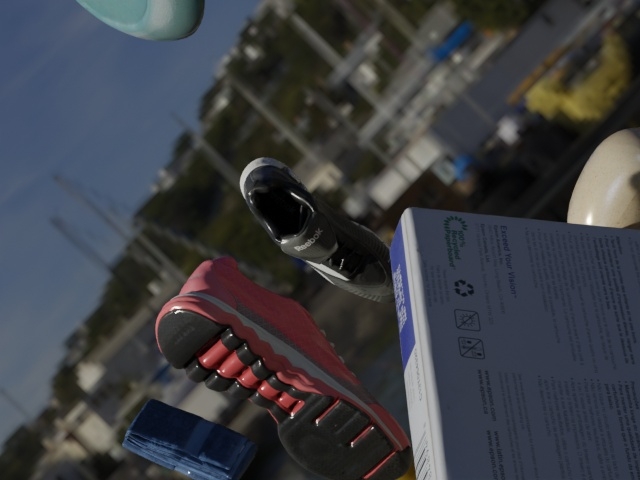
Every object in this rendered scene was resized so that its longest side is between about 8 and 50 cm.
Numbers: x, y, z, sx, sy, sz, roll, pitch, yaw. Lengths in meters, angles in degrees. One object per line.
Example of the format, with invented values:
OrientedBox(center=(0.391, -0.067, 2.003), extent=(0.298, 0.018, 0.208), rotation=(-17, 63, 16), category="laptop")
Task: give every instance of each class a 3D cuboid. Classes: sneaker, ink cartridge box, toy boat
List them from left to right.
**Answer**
OrientedBox(center=(-0.017, 0.127, 1.861), extent=(0.116, 0.314, 0.136), rotation=(-39, 19, 40), category="sneaker")
OrientedBox(center=(0.000, 0.000, 2.045), extent=(0.078, 0.234, 0.106), rotation=(-50, 5, 12), category="sneaker")
OrientedBox(center=(0.230, 0.125, 1.399), extent=(0.071, 0.330, 0.324), rotation=(108, 164, -46), category="ink cartridge box")
OrientedBox(center=(0.441, -0.091, 2.107), extent=(0.318, 0.267, 0.148), rotation=(-64, 20, 10), category="toy boat")

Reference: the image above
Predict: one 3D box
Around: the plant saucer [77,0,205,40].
OrientedBox(center=(-0.230, -0.319, 1.733), extent=(0.043, 0.317, 0.317), rotation=(-38, -4, -21), category="plant saucer")

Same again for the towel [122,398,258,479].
OrientedBox(center=(-0.124, 0.192, 1.714), extent=(0.067, 0.119, 0.029), rotation=(-57, -17, -48), category="towel")
